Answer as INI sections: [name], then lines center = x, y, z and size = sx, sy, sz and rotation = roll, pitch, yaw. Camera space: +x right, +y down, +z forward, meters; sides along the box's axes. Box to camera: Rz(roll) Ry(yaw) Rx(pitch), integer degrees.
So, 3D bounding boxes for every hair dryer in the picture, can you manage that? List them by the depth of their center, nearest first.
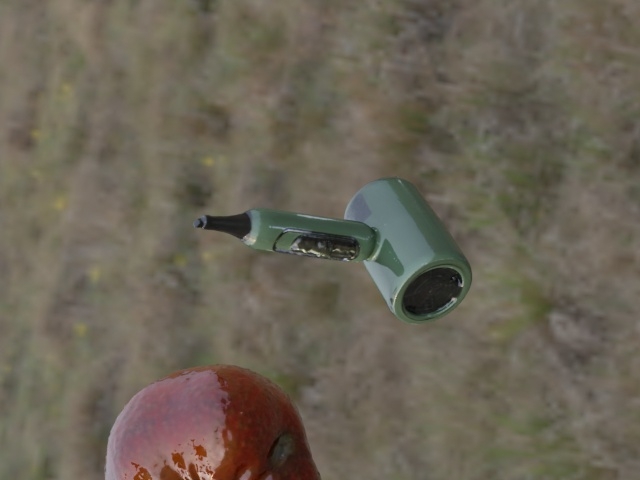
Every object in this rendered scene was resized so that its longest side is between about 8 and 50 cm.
[hair dryer]
center = 0.000, 0.000, 0.904
size = 0.047, 0.150, 0.071
rotation = -64, 38, 29

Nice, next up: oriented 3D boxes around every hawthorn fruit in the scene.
[hawthorn fruit]
center = -0.096, 0.203, 1.683
size = 0.243, 0.207, 0.207
rotation = -90, 12, -78
